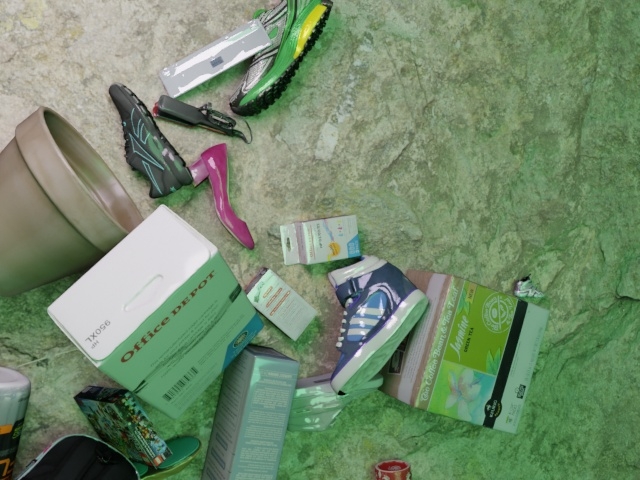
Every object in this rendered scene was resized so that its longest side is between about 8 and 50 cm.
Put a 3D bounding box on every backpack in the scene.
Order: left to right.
[{"bbox_3d":[-0.486,0.516,1.302,0.225,0.253,0.191,33,123,-2],"label":"backpack"}]

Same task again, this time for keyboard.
[{"bbox_3d":[-0.234,-0.403,1.484,0.256,0.014,0.072,-29,85,1],"label":"keyboard"}]

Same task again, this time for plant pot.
[{"bbox_3d":[-0.541,-0.048,1.288,0.280,0.323,0.323,-34,105,-2],"label":"plant pot"}]

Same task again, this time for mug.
[{"bbox_3d":[0.203,0.657,1.693,0.113,0.150,0.169,-4,89,-37],"label":"mug"}]

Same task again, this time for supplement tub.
[{"bbox_3d":[-0.690,0.414,1.267,0.207,0.207,0.338,13,87,-23],"label":"supplement tub"}]

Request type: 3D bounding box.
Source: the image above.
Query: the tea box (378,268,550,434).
[{"bbox_3d":[0.355,0.278,1.701,0.323,0.220,0.329,19,84,-22],"label":"tea box"}]

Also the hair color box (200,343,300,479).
[{"bbox_3d":[-0.165,0.432,1.503,0.113,0.185,0.374,14,86,-24],"label":"hair color box"}]

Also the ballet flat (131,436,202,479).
[{"bbox_3d":[-0.372,0.511,1.490,0.232,0.080,0.073,-19,127,-19],"label":"ballet flat"}]

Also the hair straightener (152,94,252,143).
[{"bbox_3d":[-0.253,-0.269,1.495,0.230,0.089,0.047,21,68,-22],"label":"hair straightener"}]

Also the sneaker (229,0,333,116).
[{"bbox_3d":[-0.114,-0.437,1.547,0.146,0.134,0.343,31,80,0],"label":"sneaker"}]

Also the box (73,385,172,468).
[{"bbox_3d":[-0.410,0.377,1.371,0.044,0.233,0.159,-37,105,-36],"label":"box"}]

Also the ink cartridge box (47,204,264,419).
[{"bbox_3d":[-0.300,0.156,1.325,0.166,0.395,0.285,37,73,24],"label":"ink cartridge box"}]

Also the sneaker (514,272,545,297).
[{"bbox_3d":[0.597,0.127,1.898,0.098,0.038,0.069,4,91,-24],"label":"sneaker"}]

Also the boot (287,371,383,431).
[{"bbox_3d":[0.032,0.398,1.647,0.258,0.095,0.123,-5,99,-15],"label":"boot"}]

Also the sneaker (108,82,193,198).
[{"bbox_3d":[-0.386,-0.213,1.436,0.106,0.101,0.267,-33,94,0],"label":"sneaker"}]

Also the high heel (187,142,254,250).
[{"bbox_3d":[-0.198,-0.099,1.530,0.117,0.082,0.244,-37,92,-7],"label":"high heel"}]

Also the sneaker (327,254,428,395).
[{"bbox_3d":[0.079,0.185,1.621,0.323,0.236,0.130,-49,151,-5],"label":"sneaker"}]

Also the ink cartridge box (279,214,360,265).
[{"bbox_3d":[0.000,0.000,1.627,0.181,0.061,0.104,-10,95,-22],"label":"ink cartridge box"}]

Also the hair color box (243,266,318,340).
[{"bbox_3d":[-0.099,0.151,1.595,0.167,0.053,0.093,44,77,-19],"label":"hair color box"}]
